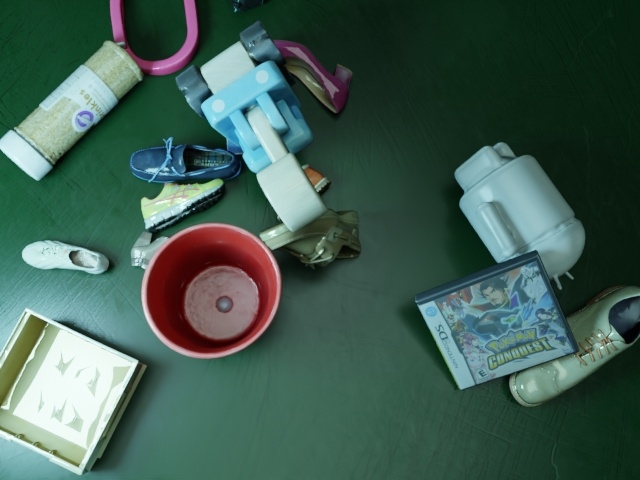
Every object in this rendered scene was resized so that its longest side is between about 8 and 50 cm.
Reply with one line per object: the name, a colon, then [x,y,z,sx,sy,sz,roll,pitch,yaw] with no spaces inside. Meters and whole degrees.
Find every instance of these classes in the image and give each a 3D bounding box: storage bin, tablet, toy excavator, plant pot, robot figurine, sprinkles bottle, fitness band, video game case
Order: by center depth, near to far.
toy excavator: [-0.103,-0.221,1.370,0.222,0.433,0.445,-33,84,5]
storage bin: [-0.551,0.321,1.385,0.262,0.123,0.261,25,77,2]
plant pot: [-0.217,0.120,1.388,0.274,0.243,0.275,1,77,-3]
video game case: [0.379,0.179,1.413,0.274,0.035,0.248,-23,107,17]
robot figurine: [0.456,-0.050,1.485,0.299,0.200,0.354,-20,73,-44]
sprinkles bottle: [-0.575,-0.304,1.520,0.121,0.121,0.355,40,78,5]
tablet: [-0.185,-0.235,1.588,0.083,0.006,0.054,-4,78,-4]
fitness band: [-0.408,-0.552,1.620,0.208,0.054,0.291,-8,80,-6]

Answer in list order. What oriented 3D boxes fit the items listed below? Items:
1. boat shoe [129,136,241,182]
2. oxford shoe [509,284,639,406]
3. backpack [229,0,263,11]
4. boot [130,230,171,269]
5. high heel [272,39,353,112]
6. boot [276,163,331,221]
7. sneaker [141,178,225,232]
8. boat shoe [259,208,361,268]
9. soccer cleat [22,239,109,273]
boat shoe: [-0.318,-0.196,1.529,0.258,0.089,0.109,-6,78,-5]
oxford shoe: [0.591,0.225,1.464,0.397,0.146,0.140,-39,85,-10]
backpack: [-0.187,-0.686,1.605,0.144,0.166,0.189,-25,83,-10]
boot: [-0.374,0.031,1.505,0.118,0.042,0.087,12,84,0]
high heel: [-0.044,-0.399,1.596,0.243,0.082,0.117,22,67,-12]
boot: [-0.058,-0.113,1.547,0.084,0.059,0.158,44,70,9]
sneaker: [-0.322,-0.103,1.514,0.208,0.081,0.094,-26,76,-9]
boat shoe: [0.000,0.000,1.400,0.121,0.341,0.110,-19,84,31]
soccer cleat: [-0.575,0.034,1.469,0.196,0.076,0.068,9,77,-1]
